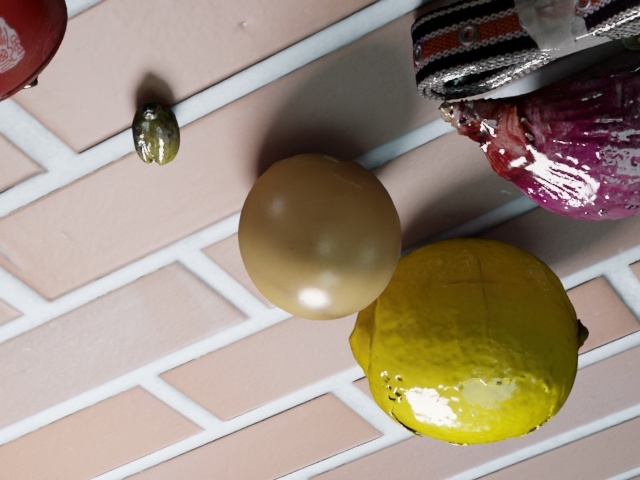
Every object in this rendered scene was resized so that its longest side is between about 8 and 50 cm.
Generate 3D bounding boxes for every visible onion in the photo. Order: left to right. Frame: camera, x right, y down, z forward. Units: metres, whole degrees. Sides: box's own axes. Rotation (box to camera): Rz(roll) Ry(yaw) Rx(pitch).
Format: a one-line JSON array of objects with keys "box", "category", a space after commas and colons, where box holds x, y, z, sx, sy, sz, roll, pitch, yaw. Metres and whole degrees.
[{"box": [0.306, -0.097, 1.701, 0.348, 0.159, 0.267, -9, 166, -14], "category": "onion"}]

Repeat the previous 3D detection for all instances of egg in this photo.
[{"box": [0.000, 0.000, 1.782, 0.201, 0.244, 0.201, -1, 112, -4], "category": "egg"}]

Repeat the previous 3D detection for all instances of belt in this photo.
[{"box": [0.248, -0.238, 1.560, 0.359, 0.094, 0.126, -17, 170, 34], "category": "belt"}]

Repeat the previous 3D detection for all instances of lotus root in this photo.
[{"box": [-0.191, -0.127, 1.703, 0.054, 0.049, 0.099, 8, 142, 8], "category": "lotus root"}]

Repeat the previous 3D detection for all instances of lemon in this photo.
[{"box": [0.197, 0.136, 1.969, 0.297, 0.297, 0.297, -7, 144, -5], "category": "lemon"}]

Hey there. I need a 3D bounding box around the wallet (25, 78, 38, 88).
[{"box": [-0.430, -0.172, 1.486, 0.309, 0.165, 0.042, -14, 130, 4], "category": "wallet"}]

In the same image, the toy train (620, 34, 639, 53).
[{"box": [0.409, -0.271, 1.648, 0.194, 0.081, 0.125, 3, 138, -16], "category": "toy train"}]

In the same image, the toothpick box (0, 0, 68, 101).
[{"box": [-0.375, -0.290, 1.308, 0.204, 0.204, 0.333, -14, 145, 4], "category": "toothpick box"}]
